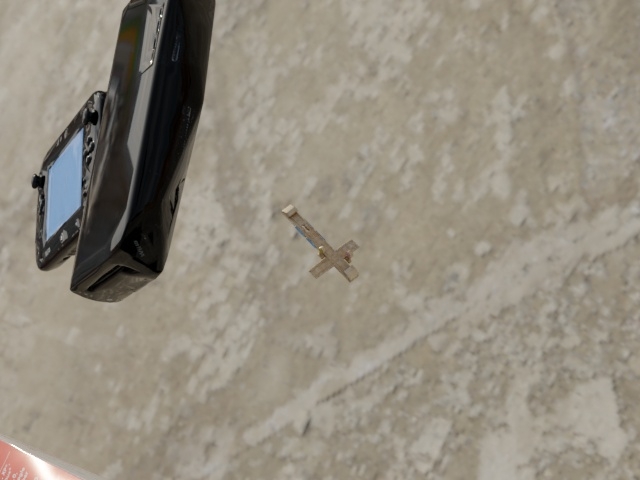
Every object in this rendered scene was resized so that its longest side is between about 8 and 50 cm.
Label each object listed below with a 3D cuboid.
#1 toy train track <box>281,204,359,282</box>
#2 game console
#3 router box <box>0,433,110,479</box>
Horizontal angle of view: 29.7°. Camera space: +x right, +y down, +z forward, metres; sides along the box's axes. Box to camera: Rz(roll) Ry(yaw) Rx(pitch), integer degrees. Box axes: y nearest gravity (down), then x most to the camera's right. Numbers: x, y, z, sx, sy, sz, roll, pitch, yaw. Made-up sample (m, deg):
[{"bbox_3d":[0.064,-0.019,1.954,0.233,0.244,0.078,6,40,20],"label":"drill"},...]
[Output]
[{"bbox_3d":[0.000,0.000,0.977,0.048,0.083,0.014,-36,-20,-25],"label":"toy train track"},{"bbox_3d":[-0.161,-0.048,0.877,0.361,0.044,0.213,-30,49,61],"label":"game console"},{"bbox_3d":[-0.035,0.222,0.689,0.301,0.335,0.082,10,70,47],"label":"router box"}]
